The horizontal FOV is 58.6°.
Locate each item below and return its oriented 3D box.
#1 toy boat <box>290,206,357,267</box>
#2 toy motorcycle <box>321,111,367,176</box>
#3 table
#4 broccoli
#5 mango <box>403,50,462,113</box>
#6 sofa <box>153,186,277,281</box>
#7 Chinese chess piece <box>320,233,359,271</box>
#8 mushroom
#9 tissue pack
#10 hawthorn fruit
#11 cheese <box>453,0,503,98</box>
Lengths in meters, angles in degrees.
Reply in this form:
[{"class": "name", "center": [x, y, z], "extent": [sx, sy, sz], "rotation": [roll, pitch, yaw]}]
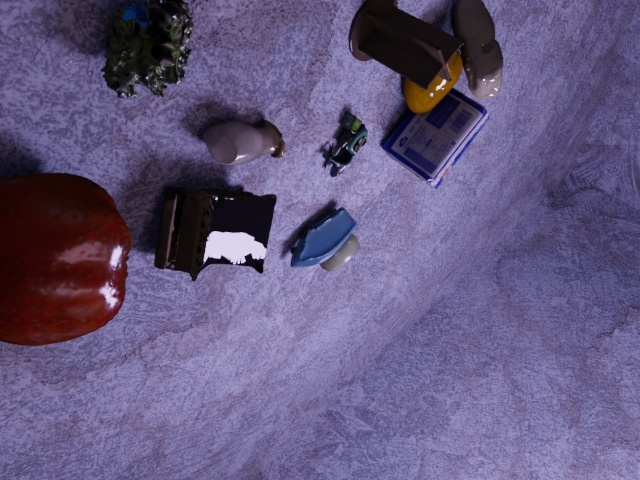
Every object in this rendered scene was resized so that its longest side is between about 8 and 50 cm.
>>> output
[{"class": "toy boat", "center": [0.000, 0.000, 1.711], "extent": [0.238, 0.109, 0.098], "rotation": [-41, -176, -17]}, {"class": "toy motorcycle", "center": [0.063, -0.250, 1.534], "extent": [0.100, 0.058, 0.173], "rotation": [14, 112, -52]}, {"class": "table", "center": [0.202, -0.449, 1.315], "extent": [0.167, 0.227, 0.167], "rotation": [-35, 148, -26]}, {"class": "broccoli", "center": [-0.265, -0.302, 0.897], "extent": [0.167, 0.160, 0.154], "rotation": [-23, 115, -23]}, {"class": "mango", "center": [0.308, -0.448, 1.574], "extent": [0.147, 0.109, 0.227], "rotation": [-2, 138, -14]}, {"class": "sofa", "center": [-0.245, -0.031, 1.286], "extent": [0.258, 0.182, 0.200], "rotation": [-4, 110, -54]}, {"class": "Chinese chess piece", "center": [0.056, 0.035, 1.787], "extent": [0.144, 0.058, 0.144], "rotation": [-39, -169, 9]}, {"class": "mushroom", "center": [-0.159, -0.209, 1.219], "extent": [0.212, 0.097, 0.088], "rotation": [-12, 123, -50]}, {"class": "tissue pack", "center": [0.345, -0.314, 1.700], "extent": [0.269, 0.209, 0.137], "rotation": [-54, 151, 6]}, {"class": "hawthorn fruit", "center": [-0.477, 0.034, 0.909], "extent": [0.330, 0.287, 0.287], "rotation": [-2, 127, -36]}, {"class": "cheese", "center": [0.423, -0.522, 1.541], "extent": [0.093, 0.262, 0.159], "rotation": [-13, 170, 6]}]
